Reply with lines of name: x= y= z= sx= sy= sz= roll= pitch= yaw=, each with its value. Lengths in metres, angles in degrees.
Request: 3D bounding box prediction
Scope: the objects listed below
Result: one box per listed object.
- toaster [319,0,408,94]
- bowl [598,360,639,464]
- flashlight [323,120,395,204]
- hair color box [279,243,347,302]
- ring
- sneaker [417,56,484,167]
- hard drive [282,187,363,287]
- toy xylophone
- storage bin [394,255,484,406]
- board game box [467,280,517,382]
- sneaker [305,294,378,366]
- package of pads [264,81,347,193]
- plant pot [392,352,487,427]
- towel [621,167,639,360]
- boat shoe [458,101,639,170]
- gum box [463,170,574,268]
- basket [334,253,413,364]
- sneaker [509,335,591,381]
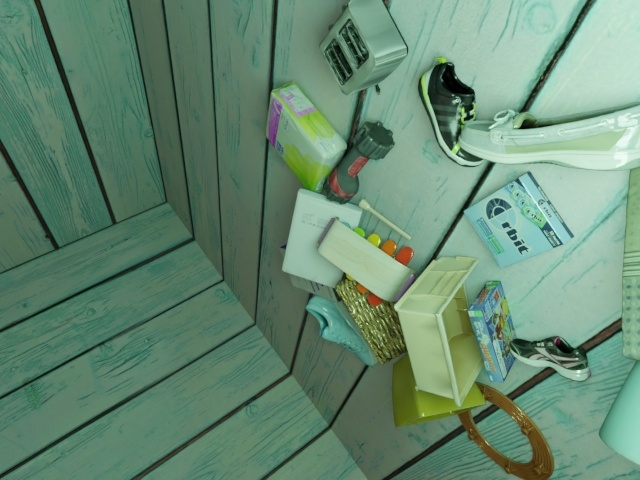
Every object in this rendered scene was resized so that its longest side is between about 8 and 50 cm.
toaster: x=0.099 y=-0.439 z=1.102 sx=0.185 sy=0.110 sz=0.168 roll=62 pitch=155 yaw=-2
bowl: x=0.579 y=0.239 z=0.679 sx=0.312 sy=0.312 sz=0.163 roll=3 pitch=87 yaw=60
flashlight: x=0.106 y=-0.207 z=1.343 sx=0.304 sy=0.103 sz=0.103 roll=-43 pitch=60 yaw=59
hair color box: x=-0.015 y=0.106 z=1.851 sx=0.339 sy=0.110 sz=0.185 roll=13 pitch=126 yaw=59
ring: x=0.528 y=0.572 z=1.429 sx=0.336 sy=0.032 sz=0.336 roll=43 pitch=149 yaw=34
sneaker: x=0.279 y=-0.261 z=0.985 sx=0.234 sy=0.084 sz=0.097 roll=61 pitch=153 yaw=0
hard drive: x=0.000 y=0.000 z=1.585 sx=0.210 sy=0.040 sz=0.318 roll=18 pitch=125 yaw=5
toy xylophone: x=0.142 y=0.031 z=1.413 sx=0.323 sy=0.236 sz=0.081 roll=44 pitch=-165 yaw=19
storage bin: x=0.320 y=0.209 z=1.193 sx=0.123 sy=0.260 sz=0.262 roll=2 pitch=120 yaw=41
board game box: x=0.418 y=0.216 z=1.148 sx=0.035 sy=0.136 sz=0.201 roll=-7 pitch=111 yaw=42
sneaker: x=0.074 y=0.366 z=1.885 sx=0.366 sy=0.150 sz=0.135 roll=51 pitch=155 yaw=6
package of pads: x=-0.053 y=-0.318 z=1.506 sx=0.296 sy=0.101 sz=0.229 roll=53 pitch=154 yaw=15
plant pot: x=0.331 y=0.435 z=1.448 sx=0.212 sy=0.212 sz=0.187 roll=114 pitch=147 yaw=-59
towel: x=0.545 y=0.005 z=0.612 sx=0.312 sy=0.056 sz=0.324 roll=156 pitch=129 yaw=-67
boat shoe: x=0.389 y=-0.191 z=0.834 sx=0.320 sy=0.118 sz=0.103 roll=20 pitch=127 yaw=48
gum box: x=0.412 y=-0.037 z=1.019 sx=0.157 sy=0.041 sz=0.184 roll=59 pitch=153 yaw=5
basket: x=0.218 y=0.209 z=1.552 sx=0.299 sy=0.223 sz=0.213 roll=58 pitch=-173 yaw=5
sneaker: x=0.523 y=0.248 z=1.093 sx=0.178 sy=0.072 sz=0.077 roll=11 pitch=113 yaw=48
